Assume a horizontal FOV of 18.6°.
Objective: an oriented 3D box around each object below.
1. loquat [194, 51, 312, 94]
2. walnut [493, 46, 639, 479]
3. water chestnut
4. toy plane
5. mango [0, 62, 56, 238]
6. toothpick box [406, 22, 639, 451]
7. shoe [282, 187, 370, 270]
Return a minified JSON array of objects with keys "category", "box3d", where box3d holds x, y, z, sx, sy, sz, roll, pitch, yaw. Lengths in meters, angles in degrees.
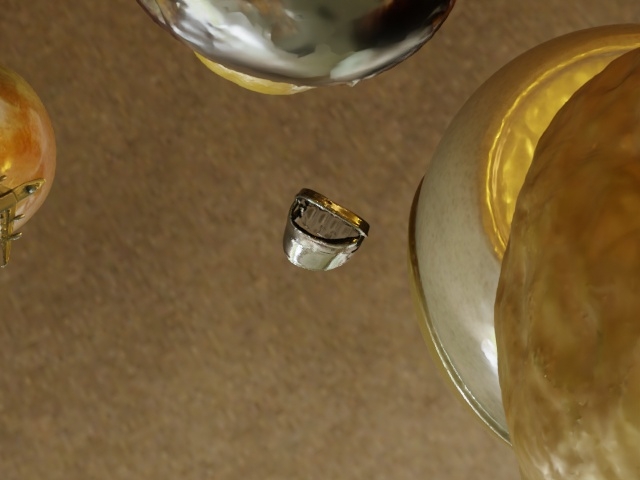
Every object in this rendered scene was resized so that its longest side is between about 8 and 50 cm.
[{"category":"loquat","box3d":[-0.025,-0.199,1.529,0.172,0.149,0.204,-27,158,-27]},{"category":"walnut","box3d":[0.246,0.056,1.061,0.306,0.344,0.306,5,155,2]},{"category":"water chestnut","box3d":[-0.016,-0.201,1.068,0.223,0.238,0.224,5,118,9]},{"category":"toy plane","box3d":[-0.218,-0.023,1.309,0.084,0.024,0.078,-28,101,-23]},{"category":"mango","box3d":[-0.380,-0.098,2.037,0.221,0.384,0.199,27,93,0]},{"category":"toothpick box","box3d":[0.286,0.031,1.826,0.409,0.409,0.425,-29,161,-6]},{"category":"shoe","box3d":[0.000,0.000,1.506,0.053,0.062,0.159,-60,177,-4]}]
